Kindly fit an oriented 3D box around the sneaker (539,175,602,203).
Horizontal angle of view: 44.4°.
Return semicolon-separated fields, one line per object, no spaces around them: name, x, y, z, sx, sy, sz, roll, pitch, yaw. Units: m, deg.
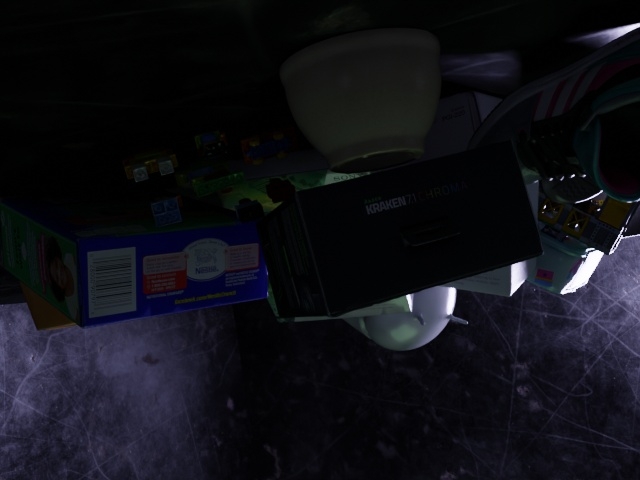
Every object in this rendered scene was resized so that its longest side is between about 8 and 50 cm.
sneaker;0.333;-0.126;1.031;0.227;0.087;0.130;-51;-159;-25

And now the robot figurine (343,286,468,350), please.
robot figurine;0.113;0.076;1.483;0.299;0.200;0.353;-10;-151;-37

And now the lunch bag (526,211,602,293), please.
lunch bag;0.404;0.000;1.481;0.224;0.108;0.279;34;-162;26

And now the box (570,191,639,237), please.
box;0.702;-0.095;1.846;0.230;0.183;0.056;-10;176;8

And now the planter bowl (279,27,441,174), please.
planter bowl;0.047;-0.128;0.778;0.162;0.109;0.162;-9;174;-1

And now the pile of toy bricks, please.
pile of toy bricks;-0.136;-0.087;1.000;0.212;0.118;0.105;-16;-155;-13

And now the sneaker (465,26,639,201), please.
sneaker;0.276;-0.099;0.831;0.295;0.124;0.178;-33;-156;34

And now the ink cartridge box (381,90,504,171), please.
ink cartridge box;0.201;-0.132;1.088;0.158;0.092;0.217;-14;171;38

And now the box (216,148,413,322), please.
box;0.000;0.000;1.195;0.232;0.059;0.322;-7;133;16

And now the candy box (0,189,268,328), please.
candy box;-0.267;0.008;1.095;0.268;0.122;0.317;-7;-166;-38

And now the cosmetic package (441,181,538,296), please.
cosmetic package;0.266;-0.025;1.299;0.151;0.184;0.151;8;-159;30

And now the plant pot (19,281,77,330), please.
plant pot;-0.467;0.064;1.444;0.205;0.188;0.205;-9;174;-1

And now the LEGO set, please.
LEGO set;0.489;-0.113;1.415;0.255;0.192;0.331;33;-162;29

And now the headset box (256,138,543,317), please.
headset box;0.077;-0.005;0.894;0.246;0.131;0.283;-15;177;-15
